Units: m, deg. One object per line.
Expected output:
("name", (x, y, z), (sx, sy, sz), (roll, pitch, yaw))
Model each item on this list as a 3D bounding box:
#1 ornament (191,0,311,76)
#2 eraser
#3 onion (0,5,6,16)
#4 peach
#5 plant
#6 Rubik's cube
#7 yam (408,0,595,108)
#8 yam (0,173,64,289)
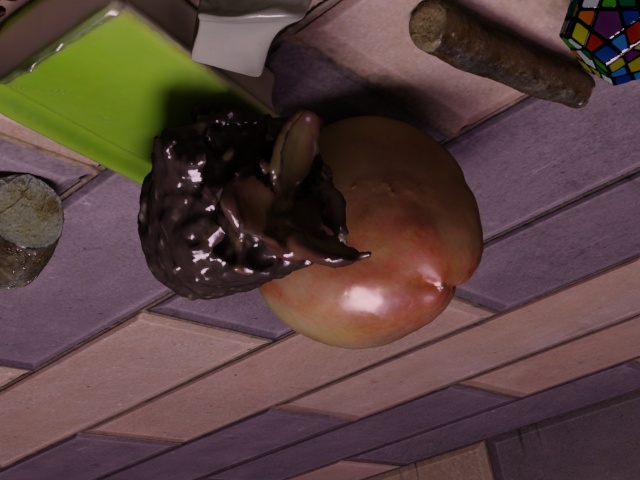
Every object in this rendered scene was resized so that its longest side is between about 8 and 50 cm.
("ornament", (-0.054, -0.255, 0.764), (0.120, 0.130, 0.285), (2, 161, -5))
("eraser", (-0.194, -0.160, 0.937), (0.210, 0.092, 0.274), (-24, 153, 25))
("onion", (-0.281, -0.258, 0.576), (0.314, 0.232, 0.314), (-22, 176, -1))
("peach", (0.055, -0.007, 1.091), (0.292, 0.292, 0.247), (-27, 125, 32))
("plant", (-0.081, -0.039, 0.918), (0.178, 0.204, 0.234), (-9, 168, -31))
("Rubik's cube", (0.318, -0.230, 0.944), (0.133, 0.133, 0.112), (-13, 126, 6))
("yam", (0.213, -0.205, 1.025), (0.274, 0.061, 0.061), (11, 147, -38))
("yam", (-0.398, -0.002, 1.180), (0.107, 0.107, 0.183), (5, 153, -27))
